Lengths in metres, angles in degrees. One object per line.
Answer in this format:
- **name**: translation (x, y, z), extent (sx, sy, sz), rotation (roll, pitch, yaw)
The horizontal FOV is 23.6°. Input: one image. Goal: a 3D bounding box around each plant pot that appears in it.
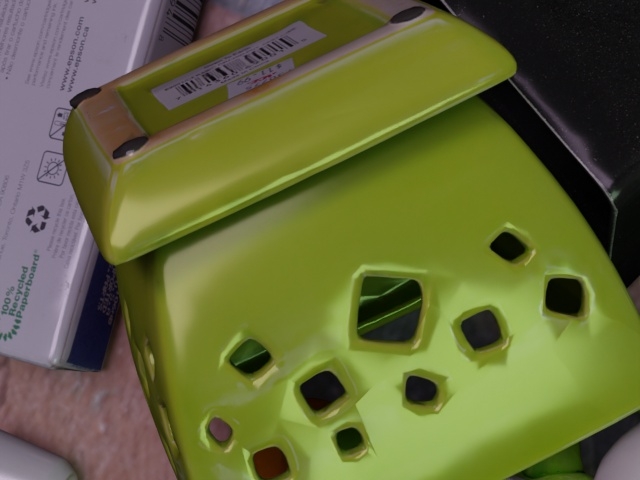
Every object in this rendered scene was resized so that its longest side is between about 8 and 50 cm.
- **plant pot**: translation (0.000, 0.000, 0.752), extent (0.228, 0.227, 0.207), rotation (-26, 111, -6)
- **plant pot**: translation (0.160, -0.105, 0.814), extent (0.167, 0.188, 0.187), rotation (-35, 71, -4)

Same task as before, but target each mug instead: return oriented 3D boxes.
- **mug**: translation (-0.185, 0.156, 0.946), extent (0.064, 0.078, 0.062), rotation (13, 52, 12)

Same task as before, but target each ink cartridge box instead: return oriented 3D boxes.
- **ink cartridge box**: translation (-0.250, -0.108, 1.003), extent (0.330, 0.071, 0.324), rotation (13, 86, 23)

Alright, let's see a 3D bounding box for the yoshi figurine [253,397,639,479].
- **yoshi figurine**: translation (0.138, 0.151, 0.799), extent (0.362, 0.203, 0.203), rotation (-9, 37, 31)
